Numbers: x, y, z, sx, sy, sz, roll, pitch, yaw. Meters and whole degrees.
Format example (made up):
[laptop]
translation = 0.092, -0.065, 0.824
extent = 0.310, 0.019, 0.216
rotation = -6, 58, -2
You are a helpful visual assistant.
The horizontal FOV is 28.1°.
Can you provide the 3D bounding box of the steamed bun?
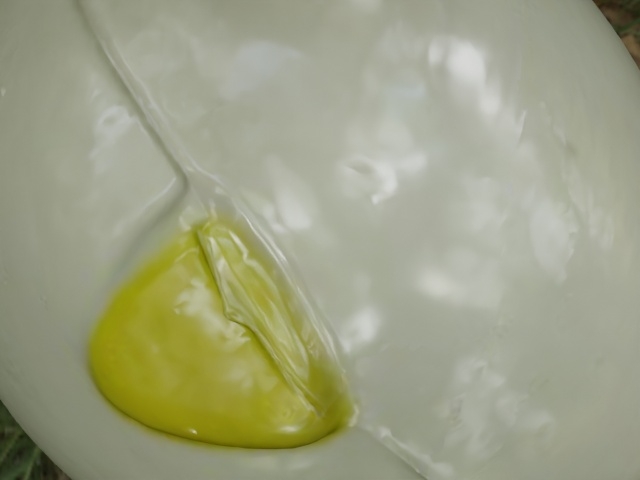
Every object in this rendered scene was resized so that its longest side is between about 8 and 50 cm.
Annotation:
[steamed bun]
translation = 0.005, -0.004, 0.577
extent = 0.374, 0.334, 0.334
rotation = 36, 81, -41
